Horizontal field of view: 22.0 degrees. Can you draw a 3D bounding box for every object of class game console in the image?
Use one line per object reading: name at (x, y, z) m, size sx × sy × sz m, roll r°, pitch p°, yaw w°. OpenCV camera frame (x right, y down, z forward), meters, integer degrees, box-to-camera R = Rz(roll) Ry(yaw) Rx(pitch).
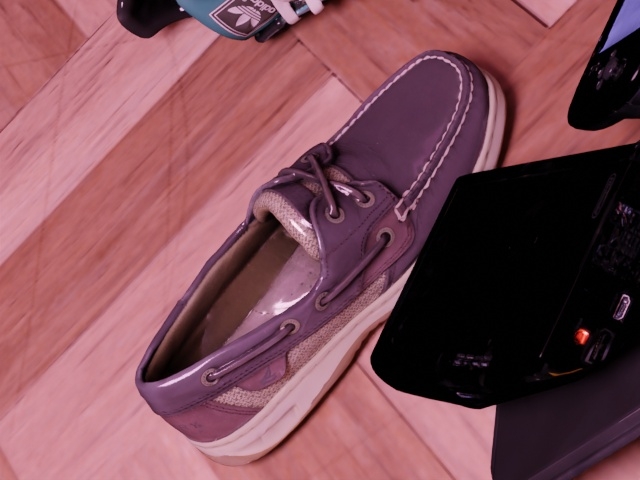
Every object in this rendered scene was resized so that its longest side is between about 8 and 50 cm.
game console at (0.147, -0.077, 0.865) m, size 0.361 × 0.044 × 0.213 m, roll -63°, pitch 16°, yaw -11°

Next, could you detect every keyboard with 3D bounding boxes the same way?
keyboard at (0.184, -0.006, 0.781) m, size 0.317 × 0.033 × 0.201 m, roll -43°, pitch 28°, yaw 46°

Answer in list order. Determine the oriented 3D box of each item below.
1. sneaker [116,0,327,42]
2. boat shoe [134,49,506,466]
sneaker at (-0.020, -0.186, 1.088) m, size 0.302 × 0.108 × 0.121 m, roll 1°, pitch 65°, yaw 45°
boat shoe at (0.000, 0.000, 0.963) m, size 0.285 × 0.092 × 0.103 m, roll -52°, pitch 46°, yaw -1°
